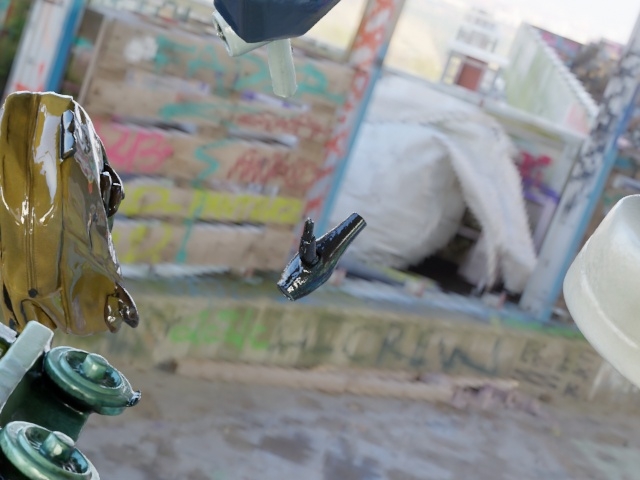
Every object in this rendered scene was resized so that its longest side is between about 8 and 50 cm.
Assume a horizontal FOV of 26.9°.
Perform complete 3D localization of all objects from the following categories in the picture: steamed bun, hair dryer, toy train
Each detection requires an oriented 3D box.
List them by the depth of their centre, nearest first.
[{"bbox_3d":[-0.308,0.163,1.158,0.253,0.160,0.397,30,10,-6],"label":"toy train"},{"bbox_3d":[0.359,0.066,1.383,0.164,0.146,0.242,2,37,-41],"label":"steamed bun"},{"bbox_3d":[-0.070,-0.265,1.849,0.073,0.131,0.236,61,-8,22],"label":"hair dryer"},{"bbox_3d":[0.000,0.000,2.266,0.075,0.195,0.219,41,-14,16],"label":"hair dryer"}]

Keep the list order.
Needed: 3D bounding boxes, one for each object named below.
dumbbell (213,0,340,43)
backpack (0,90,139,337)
[{"bbox_3d":[-0.103,-0.351,1.330,0.325,0.144,0.160,51,-19,17],"label":"dumbbell"},{"bbox_3d":[-0.387,-0.035,1.977,0.201,0.378,0.354,-8,58,-4],"label":"backpack"}]
